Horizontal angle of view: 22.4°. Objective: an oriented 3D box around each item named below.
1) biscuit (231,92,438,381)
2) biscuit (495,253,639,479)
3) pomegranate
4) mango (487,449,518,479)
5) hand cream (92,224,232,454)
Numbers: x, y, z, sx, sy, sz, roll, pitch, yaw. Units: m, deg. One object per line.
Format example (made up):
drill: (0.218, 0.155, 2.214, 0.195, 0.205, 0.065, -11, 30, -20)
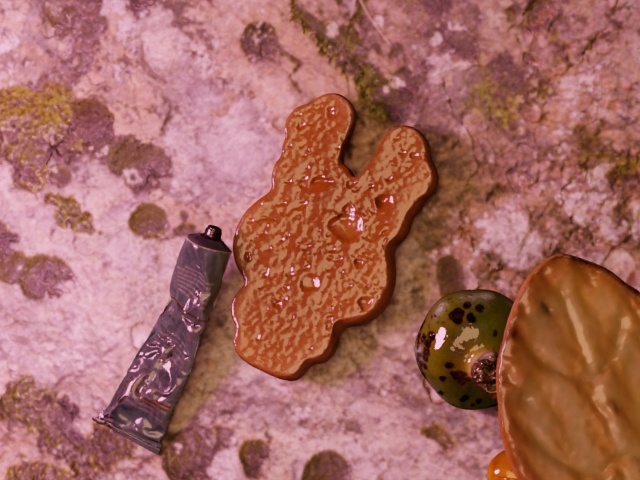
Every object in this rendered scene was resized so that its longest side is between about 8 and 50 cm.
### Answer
biscuit: (0.001, 0.001, 1.676, 0.186, 0.044, 0.295, 27, 88, 19)
biscuit: (0.255, 0.138, 1.499, 0.203, 0.041, 0.260, -18, 88, -7)
pomegranate: (0.155, 0.111, 1.571, 0.122, 0.161, 0.122, -1, 102, -6)
mango: (0.209, 0.235, 1.594, 0.089, 0.046, 0.060, 6, 83, 9)
hand cream: (-0.157, 0.098, 1.683, 0.075, 0.052, 0.248, 30, 99, 31)
